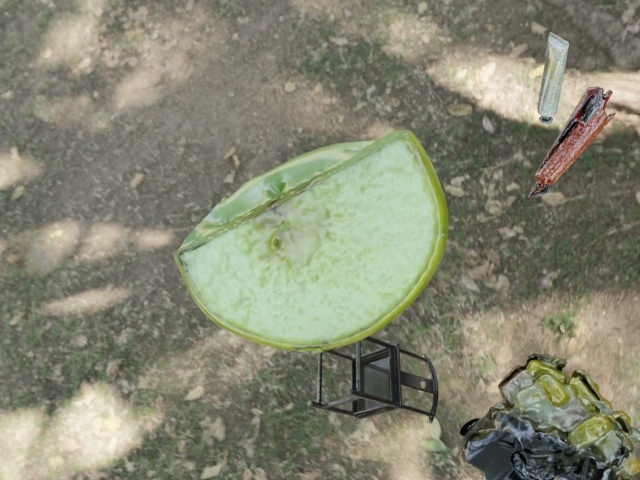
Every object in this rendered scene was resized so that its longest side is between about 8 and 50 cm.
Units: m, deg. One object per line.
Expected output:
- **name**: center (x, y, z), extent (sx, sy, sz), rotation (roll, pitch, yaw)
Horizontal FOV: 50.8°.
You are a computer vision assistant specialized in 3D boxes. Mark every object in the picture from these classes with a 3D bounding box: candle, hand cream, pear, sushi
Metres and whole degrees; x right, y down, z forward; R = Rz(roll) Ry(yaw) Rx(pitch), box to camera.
- **candle**: center (0.562, -0.215, 1.537), extent (0.084, 0.059, 0.301), rotation (39, 109, 15)
- **hand cream**: center (0.492, -0.340, 1.435), extent (0.042, 0.194, 0.067), rotation (-14, 40, -9)
- **pear**: center (0.000, 0.000, 0.952), extent (0.343, 0.318, 0.238), rotation (-27, 101, 2)
- **sushi**: center (0.477, 0.409, 1.329), extent (0.328, 0.329, 0.285), rotation (20, 73, 51)

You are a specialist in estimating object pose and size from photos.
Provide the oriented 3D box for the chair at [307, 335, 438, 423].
- **chair**: center (0.114, 0.294, 1.422), extent (0.141, 0.260, 0.154), rotation (-26, 51, 40)
